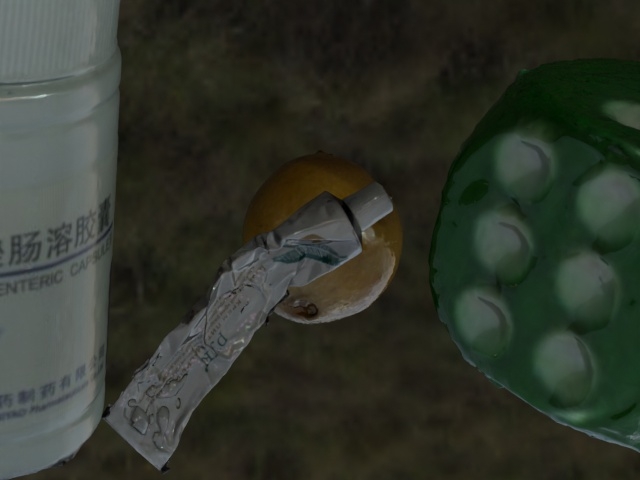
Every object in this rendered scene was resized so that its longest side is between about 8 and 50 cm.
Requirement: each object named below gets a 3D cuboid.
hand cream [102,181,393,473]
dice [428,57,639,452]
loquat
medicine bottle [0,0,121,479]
[{"bbox_3d":[-0.048,0.047,1.133,0.050,0.257,0.084,34,164,39],"label":"hand cream"},{"bbox_3d":[0.129,0.004,0.677,0.120,0.128,0.131,-12,-142,-44],"label":"dice"},{"bbox_3d":[0.000,0.000,1.346,0.141,0.141,0.141,-3,163,-1],"label":"loquat"},{"bbox_3d":[-0.218,-0.040,0.984,0.189,0.332,0.190,5,-156,-2],"label":"medicine bottle"}]
